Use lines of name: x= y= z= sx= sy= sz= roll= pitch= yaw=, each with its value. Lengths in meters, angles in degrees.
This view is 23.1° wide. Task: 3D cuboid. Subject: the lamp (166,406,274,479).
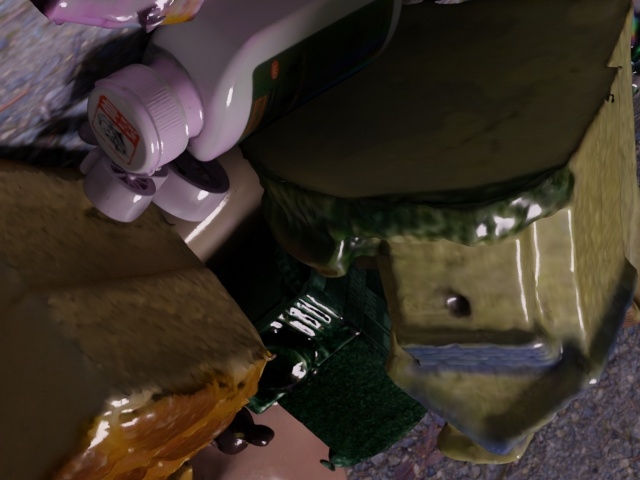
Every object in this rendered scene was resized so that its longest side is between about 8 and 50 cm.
lamp: x=-0.159 y=0.137 z=1.175 sx=0.118 sy=0.253 sz=0.118 roll=-59 pitch=162 yaw=-32

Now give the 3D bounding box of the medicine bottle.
medicine bottle: x=-0.046 y=-0.116 z=0.996 sx=0.219 sy=0.078 sz=0.115 roll=-34 pitch=162 yaw=-33

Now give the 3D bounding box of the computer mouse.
computer mouse: x=-0.105 y=-0.016 z=1.192 sx=0.236 sy=0.082 sz=0.145 roll=-42 pitch=170 yaw=3

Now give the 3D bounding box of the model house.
model house: x=0.101 y=-0.005 z=1.133 sx=0.261 sy=0.266 sz=0.321 roll=0 pitch=-147 yaw=24

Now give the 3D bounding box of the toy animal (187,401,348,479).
toy animal: x=-0.068 y=0.169 z=1.481 sx=0.237 sy=0.326 sz=0.269 roll=-6 pitch=-148 yaw=19

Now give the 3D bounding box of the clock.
clock: x=-0.115 y=-0.047 z=1.017 sx=0.041 sy=0.087 sz=0.129 roll=-50 pitch=165 yaw=23

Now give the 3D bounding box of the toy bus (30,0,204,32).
toy bus: x=-0.038 y=-0.205 z=0.653 sx=0.112 sy=0.090 sz=0.274 roll=-18 pitch=155 yaw=-50

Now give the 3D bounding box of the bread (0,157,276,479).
bread: x=-0.209 y=0.106 z=0.986 sx=0.279 sy=0.207 sz=0.279 roll=-44 pitch=168 yaw=13

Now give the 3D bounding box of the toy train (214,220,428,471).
toy train: x=0.002 y=0.043 z=1.297 sx=0.138 sy=0.178 sz=0.330 roll=-41 pitch=-162 yaw=22

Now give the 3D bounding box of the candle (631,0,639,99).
candle: x=0.235 y=-0.206 z=1.344 sx=0.330 sy=0.187 sz=0.187 roll=-32 pitch=166 yaw=-33
